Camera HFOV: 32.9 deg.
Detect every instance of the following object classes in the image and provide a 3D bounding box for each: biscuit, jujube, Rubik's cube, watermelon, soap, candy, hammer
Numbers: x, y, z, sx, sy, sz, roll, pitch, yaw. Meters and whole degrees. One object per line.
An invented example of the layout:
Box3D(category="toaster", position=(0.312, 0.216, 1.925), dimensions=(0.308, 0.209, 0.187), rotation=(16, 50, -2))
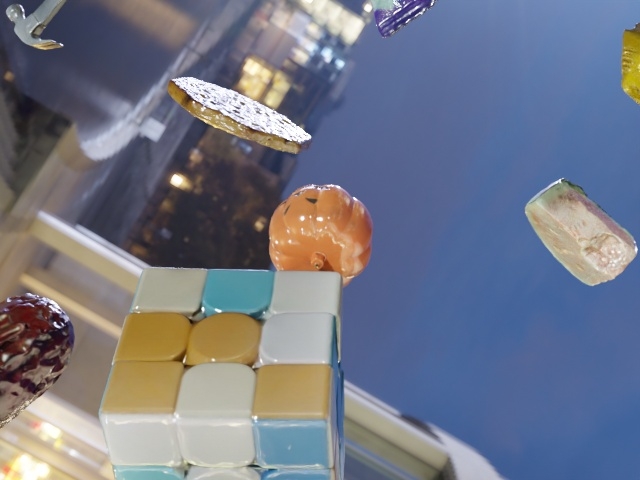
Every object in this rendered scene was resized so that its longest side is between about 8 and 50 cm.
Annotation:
Box3D(category="biscuit", position=(-0.183, -0.284, 2.475), dimensions=(0.359, 0.359, 0.046), rotation=(-96, -150, -74))
Box3D(category="jujube", position=(-0.728, 0.276, 2.439), dimensions=(0.258, 0.258, 0.377), rotation=(-49, -178, 46))
Box3D(category="Rubik's cube", position=(-0.137, 0.277, 1.755), dimensions=(0.344, 0.347, 0.347), rotation=(-83, 171, -51))
Box3D(category="watermelon", position=(0.583, -0.027, 2.352), dimensions=(0.148, 0.318, 0.226), rotation=(-46, -141, -3))
Box3D(category="soap", position=(0.692, -0.335, 2.156), dimensions=(0.160, 0.257, 0.080), rotation=(-58, -145, 1))
Box3D(category="candy", position=(0.109, -0.459, 1.743), dimensions=(0.145, 0.070, 0.275), rotation=(-35, -123, 20))
Box3D(category="hammer", position=(-0.460, -0.473, 2.010), dimensions=(0.290, 0.137, 0.037), rotation=(-42, 156, 17))

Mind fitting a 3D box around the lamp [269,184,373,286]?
Box3D(category="lamp", position=(0.000, 0.000, 1.880), dimensions=(0.188, 0.187, 0.164), rotation=(-54, -165, 26))
